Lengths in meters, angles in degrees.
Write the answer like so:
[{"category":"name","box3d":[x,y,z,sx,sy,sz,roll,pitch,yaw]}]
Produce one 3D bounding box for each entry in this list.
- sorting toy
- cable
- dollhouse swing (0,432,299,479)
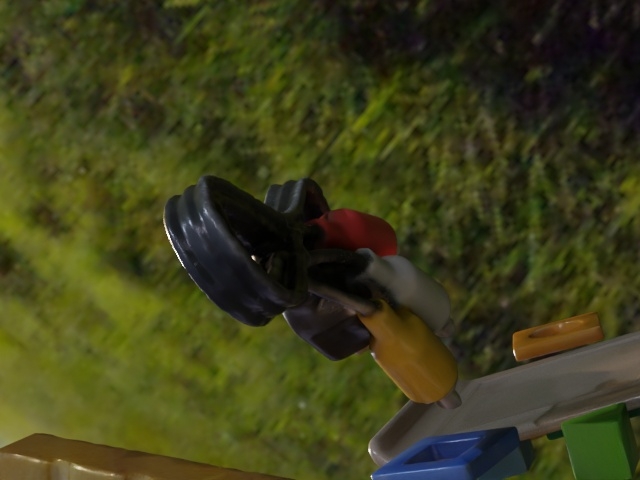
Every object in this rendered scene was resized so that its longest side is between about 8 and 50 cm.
[{"category":"sorting toy","box3d":[0.147,0.103,0.939,0.347,0.196,0.047,-29,-77,-68]},{"category":"cable","box3d":[0.000,0.000,0.732,0.139,0.072,0.287,66,-172,22]},{"category":"dollhouse swing","box3d":[-0.079,0.285,0.523,0.346,0.315,0.305,7,117,27]}]
